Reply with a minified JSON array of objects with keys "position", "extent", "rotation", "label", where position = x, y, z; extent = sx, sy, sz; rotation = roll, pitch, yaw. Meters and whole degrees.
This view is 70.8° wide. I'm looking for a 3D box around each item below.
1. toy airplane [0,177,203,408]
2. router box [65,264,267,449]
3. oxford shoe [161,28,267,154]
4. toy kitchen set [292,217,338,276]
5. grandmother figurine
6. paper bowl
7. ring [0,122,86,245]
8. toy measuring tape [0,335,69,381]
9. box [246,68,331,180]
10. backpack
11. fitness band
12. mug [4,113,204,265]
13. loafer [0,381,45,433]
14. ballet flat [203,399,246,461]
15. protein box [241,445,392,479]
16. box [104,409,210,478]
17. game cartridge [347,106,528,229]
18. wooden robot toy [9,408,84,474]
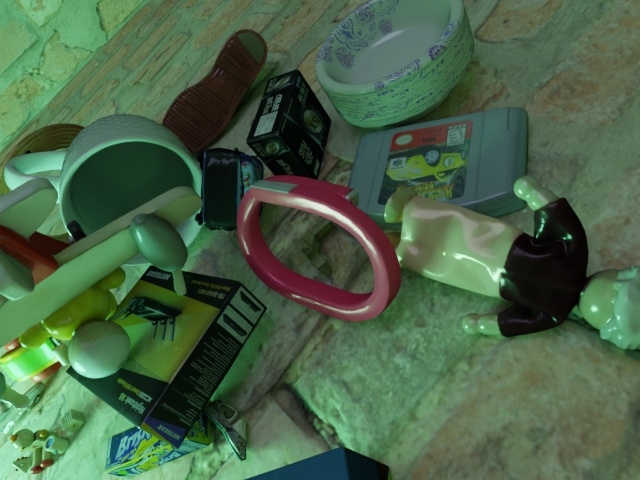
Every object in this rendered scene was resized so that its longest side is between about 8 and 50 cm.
[{"position":[-0.381,0.082,0.660],"extent":[0.386,0.273,0.384],"rotation":[-37,0,27],"label":"toy airplane"},{"position":[-0.269,0.171,0.764],"extent":[0.308,0.081,0.243],"rotation":[3,52,44],"label":"router box"},{"position":[-0.283,-0.376,1.214],"extent":[0.397,0.140,0.146],"rotation":[-47,14,2],"label":"oxford shoe"},{"position":[0.000,0.000,0.763],"extent":[0.075,0.068,0.083],"rotation":[-42,46,0],"label":"toy kitchen set"},{"position":[0.237,0.026,0.549],"extent":[0.342,0.208,0.104],"rotation":[25,32,34],"label":"grandmother figurine"},{"position":[0.144,-0.333,0.854],"extent":[0.284,0.148,0.285],"rotation":[-18,50,22],"label":"paper bowl"},{"position":[-0.633,-0.119,1.097],"extent":[0.032,0.337,0.337],"rotation":[18,68,16],"label":"ring"},{"position":[-0.574,0.238,0.906],"extent":[0.330,0.121,0.122],"rotation":[-6,53,54],"label":"toy measuring tape"},{"position":[-0.057,-0.222,0.908],"extent":[0.077,0.147,0.180],"rotation":[-7,54,30],"label":"box"},{"position":[-0.173,-0.107,0.906],"extent":[0.116,0.159,0.173],"rotation":[5,12,2],"label":"backpack"},{"position":[-0.014,0.011,0.669],"extent":[0.290,0.209,0.054],"rotation":[17,40,34],"label":"fitness band"},{"position":[-0.463,-0.140,0.981],"extent":[0.328,0.373,0.277],"rotation":[47,132,52],"label":"mug"},{"position":[-0.631,0.354,0.955],"extent":[0.125,0.039,0.045],"rotation":[-43,14,-8],"label":"loafer"},{"position":[-0.135,0.277,0.674],"extent":[0.114,0.041,0.041],"rotation":[30,78,43],"label":"ballet flat"},{"position":[-0.017,0.356,0.467],"extent":[0.201,0.136,0.200],"rotation":[-26,48,16],"label":"protein box"},{"position":[-0.257,0.318,0.713],"extent":[0.168,0.054,0.059],"rotation":[-27,47,14],"label":"box"},{"position":[0.178,-0.110,0.738],"extent":[0.294,0.060,0.196],"rotation":[-4,61,32],"label":"game cartridge"},{"position":[-0.531,0.378,0.835],"extent":[0.173,0.079,0.076],"rotation":[-35,46,8],"label":"wooden robot toy"}]
